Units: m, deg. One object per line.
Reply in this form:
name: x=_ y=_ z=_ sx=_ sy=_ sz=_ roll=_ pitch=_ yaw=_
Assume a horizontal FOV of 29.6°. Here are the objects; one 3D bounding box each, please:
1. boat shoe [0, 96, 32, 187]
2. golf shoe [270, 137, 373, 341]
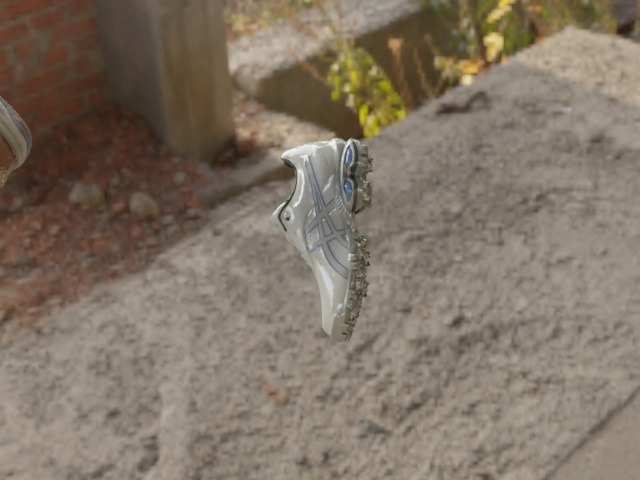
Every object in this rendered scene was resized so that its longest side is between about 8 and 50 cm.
boat shoe: x=-0.431 y=-0.155 z=1.208 sx=0.123 sy=0.324 sz=0.116 roll=-11 pitch=44 yaw=45
golf shoe: x=0.000 y=0.000 z=1.030 sx=0.086 sy=0.176 sz=0.069 roll=0 pitch=-13 yaw=7
